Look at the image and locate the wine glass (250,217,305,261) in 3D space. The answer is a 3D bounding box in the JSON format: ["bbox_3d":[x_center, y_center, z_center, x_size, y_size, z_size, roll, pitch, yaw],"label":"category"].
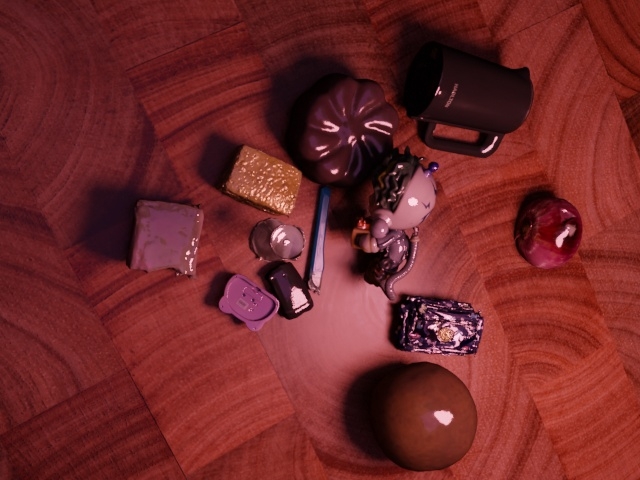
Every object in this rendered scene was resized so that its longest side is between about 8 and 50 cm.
[{"bbox_3d":[-0.102,0.001,1.836,0.122,0.183,0.122,-1,92,-19],"label":"wine glass"}]

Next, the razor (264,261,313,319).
[{"bbox_3d":[-0.082,0.132,1.915,0.090,0.054,0.148,-30,102,-18],"label":"razor"}]

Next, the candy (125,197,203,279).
[{"bbox_3d":[-0.377,-0.009,1.771,0.185,0.137,0.195,9,88,-18],"label":"candy"}]

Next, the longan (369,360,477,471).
[{"bbox_3d":[0.275,0.476,1.934,0.297,0.297,0.297,-1,93,-18],"label":"longan"}]

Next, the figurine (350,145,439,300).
[{"bbox_3d":[0.185,-0.061,1.871,0.186,0.261,0.381,12,125,-4],"label":"figurine"}]

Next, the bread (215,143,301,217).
[{"bbox_3d":[-0.155,-0.152,1.854,0.196,0.102,0.138,22,88,-21],"label":"bread"}]

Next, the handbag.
[{"bbox_3d":[0.336,0.243,2.027,0.260,0.113,0.161,8,83,-11],"label":"handbag"}]

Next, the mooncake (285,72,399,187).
[{"bbox_3d":[0.061,-0.289,1.895,0.306,0.154,0.305,-2,96,-18],"label":"mooncake"}]

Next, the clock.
[{"bbox_3d":[-0.194,0.162,1.882,0.153,0.050,0.110,37,81,-16],"label":"clock"}]

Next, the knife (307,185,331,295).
[{"bbox_3d":[-0.001,0.000,1.953,0.044,0.026,0.296,9,87,-21],"label":"knife"}]

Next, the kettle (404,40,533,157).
[{"bbox_3d":[0.405,-0.378,1.979,0.308,0.203,0.262,10,87,-21],"label":"kettle"}]

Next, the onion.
[{"bbox_3d":[0.672,-0.022,2.092,0.201,0.200,0.207,38,87,-16],"label":"onion"}]
